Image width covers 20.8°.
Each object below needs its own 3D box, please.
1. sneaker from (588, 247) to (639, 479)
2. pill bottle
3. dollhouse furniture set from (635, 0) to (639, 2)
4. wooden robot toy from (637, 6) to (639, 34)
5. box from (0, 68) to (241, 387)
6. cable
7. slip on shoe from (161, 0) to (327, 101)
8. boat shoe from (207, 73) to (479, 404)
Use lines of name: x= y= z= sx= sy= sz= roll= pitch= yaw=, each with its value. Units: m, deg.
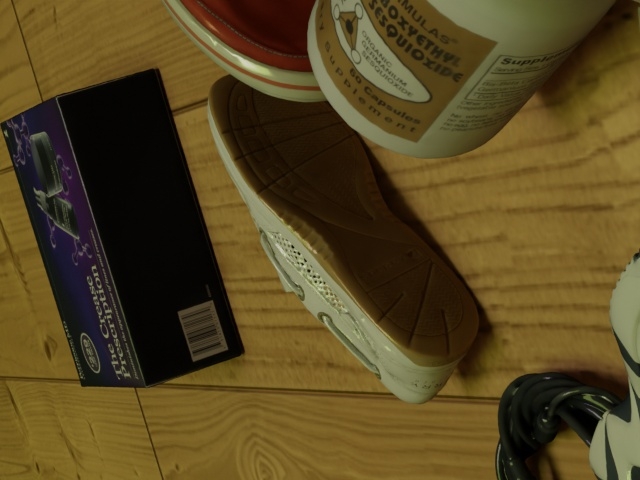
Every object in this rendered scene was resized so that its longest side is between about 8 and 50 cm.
sneaker: x=0.213 y=0.095 z=0.856 sx=0.153 sy=0.094 sz=0.235 roll=50 pitch=147 yaw=34
pill bottle: x=0.087 y=-0.146 z=0.901 sx=0.131 sy=0.131 sz=0.229 roll=64 pitch=153 yaw=14
dollhouse furniture set: x=0.221 y=-0.174 z=0.707 sx=0.161 sy=0.101 sz=0.182 roll=26 pitch=133 yaw=24
wooden robot toy: x=0.195 y=-0.075 z=0.795 sx=0.173 sy=0.079 sz=0.076 roll=43 pitch=142 yaw=44
box: x=-0.183 y=-0.005 z=1.563 sx=0.184 sy=0.103 sz=0.261 roll=-9 pitch=98 yaw=67
cable: x=0.158 y=0.151 z=1.067 sx=0.150 sy=0.047 sz=0.184 roll=51 pitch=150 yaw=45
slip on shoe: x=-0.061 y=-0.234 z=1.162 sx=0.331 sy=0.123 sz=0.101 roll=66 pitch=150 yaw=22
boat shoe: x=0.000 y=0.000 z=1.206 sx=0.277 sy=0.098 sz=0.096 roll=55 pitch=149 yaw=27
